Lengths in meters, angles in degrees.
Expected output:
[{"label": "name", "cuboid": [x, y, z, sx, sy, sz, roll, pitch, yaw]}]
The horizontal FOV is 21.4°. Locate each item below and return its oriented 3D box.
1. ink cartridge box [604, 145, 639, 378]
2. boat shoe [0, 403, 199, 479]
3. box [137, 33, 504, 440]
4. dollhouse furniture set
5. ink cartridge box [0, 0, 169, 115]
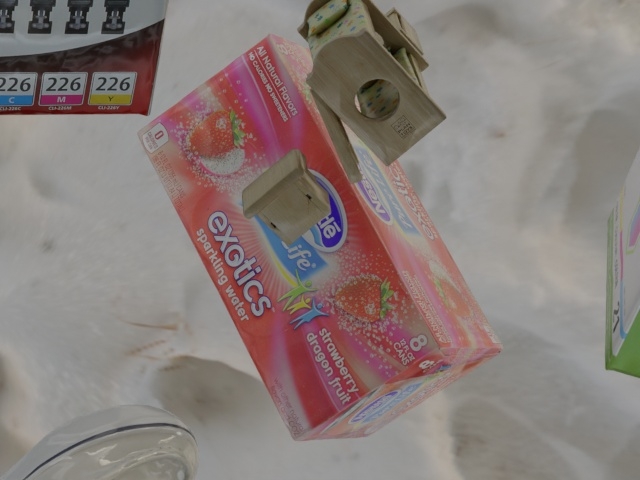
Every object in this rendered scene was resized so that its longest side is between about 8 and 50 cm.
[{"label": "ink cartridge box", "cuboid": [0.278, -0.050, 1.129, 0.097, 0.189, 0.255, 16, 125, -1]}, {"label": "boat shoe", "cuboid": [-0.153, 0.174, 0.889, 0.267, 0.088, 0.096, -24, 123, -40]}, {"label": "box", "cuboid": [0.000, 0.000, 1.393, 0.154, 0.142, 0.300, -34, 72, 20]}, {"label": "dollhouse furniture set", "cuboid": [-0.008, -0.113, 1.290, 0.161, 0.182, 0.101, -39, 114, 14]}, {"label": "ink cartridge box", "cuboid": [-0.254, -0.222, 1.105, 0.309, 0.272, 0.130, -2, 44, -18]}]
